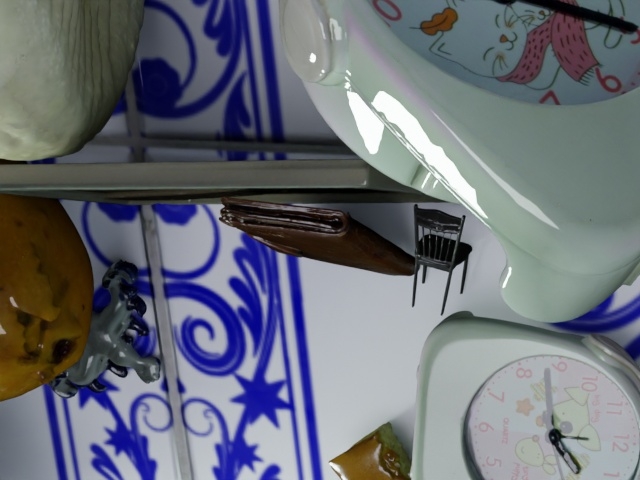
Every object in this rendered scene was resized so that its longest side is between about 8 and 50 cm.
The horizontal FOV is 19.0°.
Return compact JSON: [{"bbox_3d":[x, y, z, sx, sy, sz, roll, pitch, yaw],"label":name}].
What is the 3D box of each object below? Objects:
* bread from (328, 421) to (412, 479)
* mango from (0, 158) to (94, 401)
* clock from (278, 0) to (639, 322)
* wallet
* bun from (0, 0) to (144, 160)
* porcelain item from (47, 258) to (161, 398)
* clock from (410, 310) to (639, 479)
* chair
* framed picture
[{"bbox_3d":[0.110,0.221,1.382,0.088,0.049,0.226,-38,92,33],"label":"bread"},{"bbox_3d":[-0.279,0.009,1.377,0.287,0.152,0.201,34,111,31],"label":"mango"},{"bbox_3d":[0.105,-0.133,1.116,0.324,0.265,0.109,42,148,11],"label":"clock"},{"bbox_3d":[0.000,0.000,1.269,0.095,0.176,0.026,9,85,18],"label":"wallet"},{"bbox_3d":[-0.255,-0.211,1.205,0.227,0.352,0.349,-9,71,13],"label":"bun"},{"bbox_3d":[-0.152,0.083,1.458,0.075,0.021,0.136,36,122,7],"label":"porcelain item"},{"bbox_3d":[0.159,0.131,1.293,0.191,0.062,0.152,6,99,13],"label":"clock"},{"bbox_3d":[0.082,0.005,1.302,0.037,0.042,0.086,15,127,15],"label":"chair"},{"bbox_3d":[-0.058,-0.036,1.258,0.289,0.211,0.020,0,88,25],"label":"framed picture"}]
